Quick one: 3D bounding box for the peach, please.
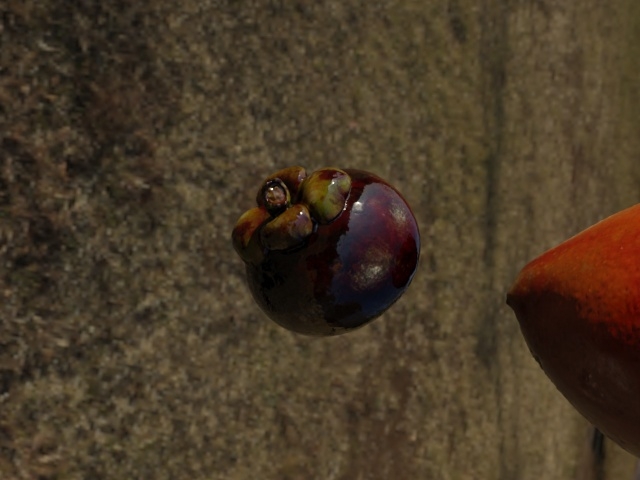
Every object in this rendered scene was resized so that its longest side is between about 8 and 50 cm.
[{"bbox_3d":[0.330,0.054,0.846,0.201,0.361,0.258,89,16,-65],"label":"peach"}]

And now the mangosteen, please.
[{"bbox_3d":[0.000,0.000,0.785,0.140,0.140,0.140,8,90,-71],"label":"mangosteen"}]
